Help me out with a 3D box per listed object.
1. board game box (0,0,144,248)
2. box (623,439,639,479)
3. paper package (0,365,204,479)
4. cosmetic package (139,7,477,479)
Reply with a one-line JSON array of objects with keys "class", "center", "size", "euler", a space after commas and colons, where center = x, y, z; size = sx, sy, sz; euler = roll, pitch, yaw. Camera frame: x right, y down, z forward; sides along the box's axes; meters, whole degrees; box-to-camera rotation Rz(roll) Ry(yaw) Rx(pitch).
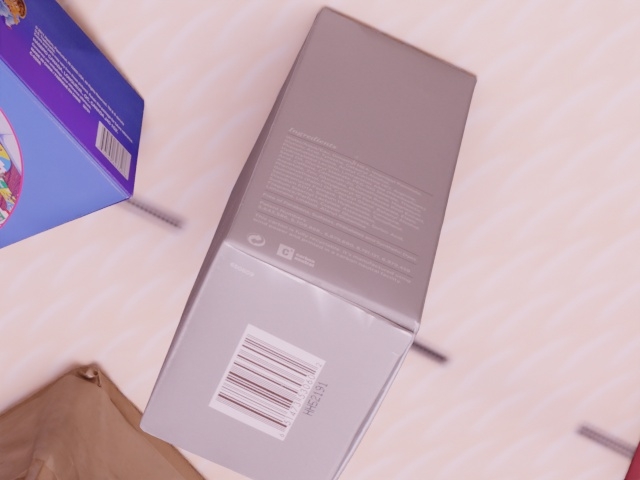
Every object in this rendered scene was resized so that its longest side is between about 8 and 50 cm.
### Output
[{"class": "board game box", "center": [-0.285, -0.115, 0.920], "size": [0.233, 0.078, 0.347], "euler": [-20, 133, 22]}, {"class": "box", "center": [0.251, 0.155, 1.007], "size": [0.148, 0.127, 0.232], "euler": [15, 123, 2]}, {"class": "paper package", "center": [-0.180, 0.290, 1.161], "size": [0.325, 0.168, 0.309], "euler": [-32, 110, 27]}, {"class": "cosmetic package", "center": [0.000, 0.000, 0.898], "size": [0.107, 0.238, 0.127], "euler": [25, 126, -1]}]
